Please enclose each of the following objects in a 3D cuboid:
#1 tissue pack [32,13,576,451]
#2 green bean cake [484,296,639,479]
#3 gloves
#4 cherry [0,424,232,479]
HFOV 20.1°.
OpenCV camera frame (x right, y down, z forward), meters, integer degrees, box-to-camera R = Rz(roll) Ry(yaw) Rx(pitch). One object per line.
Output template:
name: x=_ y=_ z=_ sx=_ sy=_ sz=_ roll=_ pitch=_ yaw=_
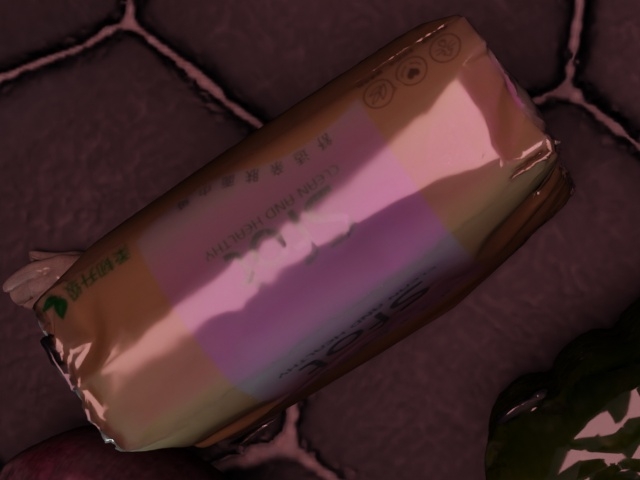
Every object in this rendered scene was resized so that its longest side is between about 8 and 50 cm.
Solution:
tissue pack: x=0.000 y=0.000 z=0.932 sx=0.257 sy=0.215 sz=0.123 roll=-37 pitch=80 yaw=6
green bean cake: x=0.238 y=0.133 z=0.944 sx=0.250 sy=0.156 sz=0.247 roll=-32 pitch=92 yaw=7
gloves: x=-0.142 y=0.022 z=1.034 sx=0.081 sy=0.037 sz=0.044 roll=-17 pitch=57 yaw=12
cherry: x=-0.101 y=0.183 z=0.985 sx=0.140 sy=0.176 sz=0.176 roll=-20 pitch=93 yaw=-34
